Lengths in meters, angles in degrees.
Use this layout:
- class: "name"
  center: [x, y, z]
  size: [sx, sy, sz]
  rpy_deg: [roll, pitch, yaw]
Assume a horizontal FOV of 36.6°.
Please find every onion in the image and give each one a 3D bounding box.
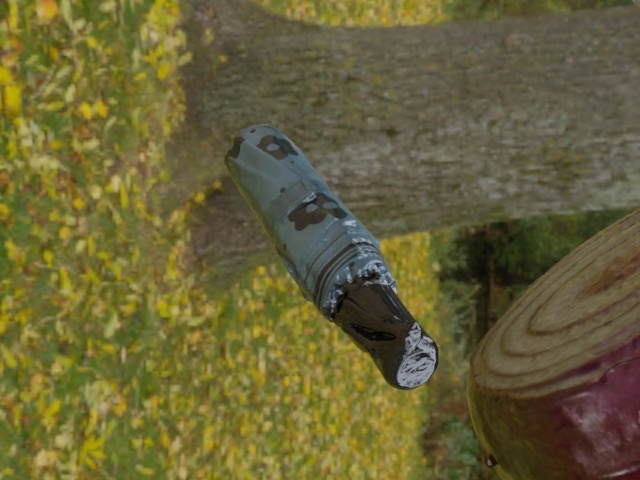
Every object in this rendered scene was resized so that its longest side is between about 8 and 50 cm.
- class: "onion"
  center: [0.273, 0.124, 0.718]
  size: [0.260, 0.282, 0.336]
  rpy_deg: [57, 20, -5]

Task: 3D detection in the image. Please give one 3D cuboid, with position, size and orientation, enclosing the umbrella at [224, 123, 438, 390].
- class: "umbrella"
  center: [0.001, 0.001, 0.578]
  size: [0.053, 0.052, 0.250]
  rpy_deg: [38, 10, -40]

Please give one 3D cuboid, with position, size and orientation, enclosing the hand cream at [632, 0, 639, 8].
- class: "hand cream"
  center: [0.109, -0.095, 0.332]
  size: [0.257, 0.084, 0.050]
  rpy_deg: [24, 96, -35]
